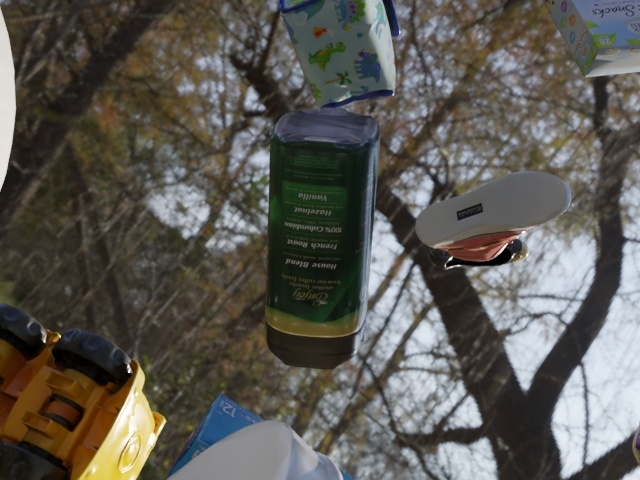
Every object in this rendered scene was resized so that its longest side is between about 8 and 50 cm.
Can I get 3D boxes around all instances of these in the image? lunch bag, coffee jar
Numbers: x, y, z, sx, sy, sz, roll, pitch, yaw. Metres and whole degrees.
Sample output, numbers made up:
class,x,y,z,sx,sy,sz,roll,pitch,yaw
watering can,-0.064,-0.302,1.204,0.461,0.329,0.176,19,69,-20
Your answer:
class,x,y,z,sx,sy,sz,roll,pitch,yaw
lunch bag,0.020,-0.221,0.819,0.096,0.151,0.129,-12,-43,10
coffee jar,0.000,0.000,0.650,0.079,0.096,0.184,5,-68,5

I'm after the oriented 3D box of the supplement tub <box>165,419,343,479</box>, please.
class,x,y,z,sx,sy,sz,roll,pitch,yaw
supplement tub,0.021,0.276,0.418,0.331,0.241,0.241,48,-20,-8

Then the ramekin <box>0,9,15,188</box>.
class,x,y,z,sx,sy,sz,roll,pitch,yaw
ramekin,-0.269,-0.065,0.360,0.277,0.277,0.135,36,6,8

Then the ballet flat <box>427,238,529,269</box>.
class,x,y,z,sx,sy,sz,roll,pitch,yaw
ballet flat,0.235,0.025,1.277,0.049,0.173,0.057,-118,-145,-43

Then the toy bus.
class,x,y,z,sx,sy,sz,roll,pitch,yaw
toy bus,-0.270,0.183,0.872,0.220,0.149,0.211,16,-27,19

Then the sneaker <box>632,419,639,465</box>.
class,x,y,z,sx,sy,sz,roll,pitch,yaw
sneaker,0.423,0.170,1.022,0.102,0.161,0.282,-6,-76,49

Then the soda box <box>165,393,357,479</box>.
class,x,y,z,sx,sy,sz,roll,pitch,yaw
soda box,-0.020,0.220,0.711,0.210,0.067,0.071,33,22,-4

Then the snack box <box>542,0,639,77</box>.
class,x,y,z,sx,sy,sz,roll,pitch,yaw
snack box,0.463,-0.358,1.364,0.070,0.174,0.207,101,-23,-56

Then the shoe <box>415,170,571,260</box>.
class,x,y,z,sx,sy,sz,roll,pitch,yaw
shoe,0.199,-0.024,0.958,0.178,0.063,0.081,-16,-25,32
